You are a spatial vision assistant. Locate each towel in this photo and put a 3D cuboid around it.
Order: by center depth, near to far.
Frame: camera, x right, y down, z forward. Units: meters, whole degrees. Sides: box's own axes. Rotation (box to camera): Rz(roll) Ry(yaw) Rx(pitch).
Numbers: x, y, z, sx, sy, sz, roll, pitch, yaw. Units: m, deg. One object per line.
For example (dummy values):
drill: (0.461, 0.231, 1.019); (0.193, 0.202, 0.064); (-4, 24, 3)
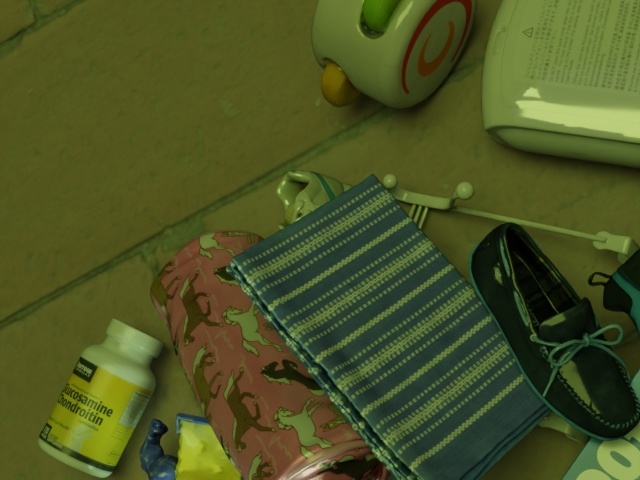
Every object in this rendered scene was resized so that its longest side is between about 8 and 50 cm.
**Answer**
towel: (0.087, 0.095, 1.317); (0.243, 0.040, 0.336); (-32, 75, -38)

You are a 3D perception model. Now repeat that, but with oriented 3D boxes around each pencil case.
pencil case: (-0.058, 0.148, 1.412); (0.160, 0.167, 0.386); (-44, 48, 9)

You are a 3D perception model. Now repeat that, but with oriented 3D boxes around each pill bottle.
pill bottle: (-0.270, 0.195, 1.561); (0.103, 0.103, 0.184); (23, 82, 24)

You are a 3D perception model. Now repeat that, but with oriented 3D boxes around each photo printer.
photo printer: (0.347, -0.213, 1.467); (0.307, 0.107, 0.256); (10, 77, 22)

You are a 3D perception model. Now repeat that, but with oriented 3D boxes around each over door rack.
over door rack: (0.183, 0.066, 1.440); (0.324, 0.108, 0.240); (16, 81, 23)

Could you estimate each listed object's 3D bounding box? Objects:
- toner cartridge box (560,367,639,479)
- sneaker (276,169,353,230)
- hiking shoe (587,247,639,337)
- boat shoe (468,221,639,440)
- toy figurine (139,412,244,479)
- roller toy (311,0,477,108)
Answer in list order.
toner cartridge box: (0.393, 0.217, 1.337); (0.165, 0.075, 0.348); (34, 87, 24)
sneaker: (0.000, 0.000, 1.481); (0.087, 0.092, 0.229); (-58, 26, 26)
hiking shoe: (0.410, 0.131, 1.277); (0.132, 0.113, 0.304); (-42, 68, 36)
boat shoe: (0.245, 0.096, 1.315); (0.109, 0.089, 0.258); (-30, 71, -31)
toy figurine: (-0.107, 0.272, 1.442); (0.362, 0.191, 0.217); (5, 71, 20)
roller toy: (0.086, -0.271, 1.533); (0.146, 0.209, 0.191); (33, 48, 25)
